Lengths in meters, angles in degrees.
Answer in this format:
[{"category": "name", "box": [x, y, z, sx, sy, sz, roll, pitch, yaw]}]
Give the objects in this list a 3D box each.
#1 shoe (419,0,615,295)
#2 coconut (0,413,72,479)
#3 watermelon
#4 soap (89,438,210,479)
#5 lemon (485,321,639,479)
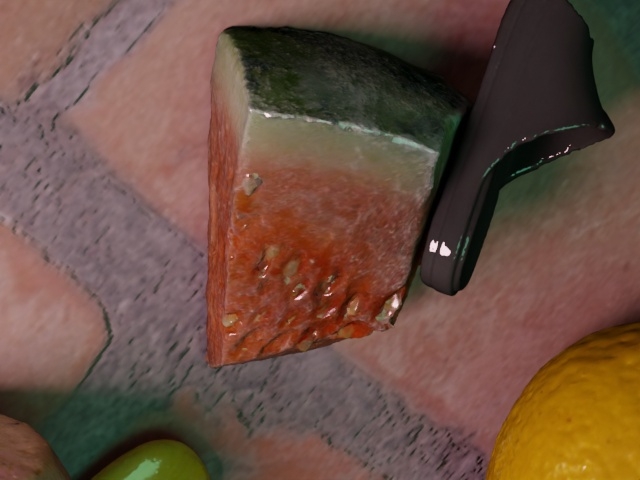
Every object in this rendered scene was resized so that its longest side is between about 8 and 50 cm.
[{"category": "shoe", "box": [0.143, -0.070, 1.155, 0.093, 0.108, 0.241, 21, 88, 10]}, {"category": "coconut", "box": [-0.254, 0.231, 1.097, 0.227, 0.227, 0.230, 1, 109, -27]}, {"category": "watermelon", "box": [0.000, 0.000, 1.171, 0.193, 0.140, 0.256, 8, 121, -21]}, {"category": "soap", "box": [-0.154, 0.204, 1.246, 0.168, 0.033, 0.089, -35, 124, -5]}, {"category": "lemon", "box": [0.252, 0.199, 1.297, 0.293, 0.293, 0.293, -12, 121, -20]}]
